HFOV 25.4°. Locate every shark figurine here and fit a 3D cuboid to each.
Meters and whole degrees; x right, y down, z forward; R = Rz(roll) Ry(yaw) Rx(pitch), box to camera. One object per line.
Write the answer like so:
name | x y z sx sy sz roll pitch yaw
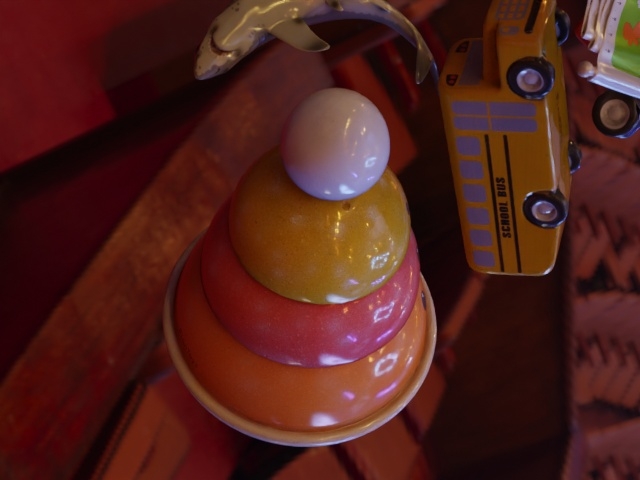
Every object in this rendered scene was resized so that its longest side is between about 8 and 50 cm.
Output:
shark figurine | 0.002 -0.241 1.569 0.116 0.278 0.166 119 -27 -77

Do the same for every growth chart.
growth chart | 0.326 -0.254 1.406 0.172 0.021 0.237 1 102 -35

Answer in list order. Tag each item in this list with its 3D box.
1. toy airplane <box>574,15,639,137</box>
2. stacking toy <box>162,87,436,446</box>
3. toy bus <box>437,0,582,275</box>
toy airplane | 0.552 -0.202 1.747 0.384 0.272 0.386 15 10 -30
stacking toy | 0.000 0.000 1.640 0.480 0.350 0.350 104 -21 -58
toy bus | 0.212 -0.116 1.568 0.108 0.130 0.333 -67 152 -44
